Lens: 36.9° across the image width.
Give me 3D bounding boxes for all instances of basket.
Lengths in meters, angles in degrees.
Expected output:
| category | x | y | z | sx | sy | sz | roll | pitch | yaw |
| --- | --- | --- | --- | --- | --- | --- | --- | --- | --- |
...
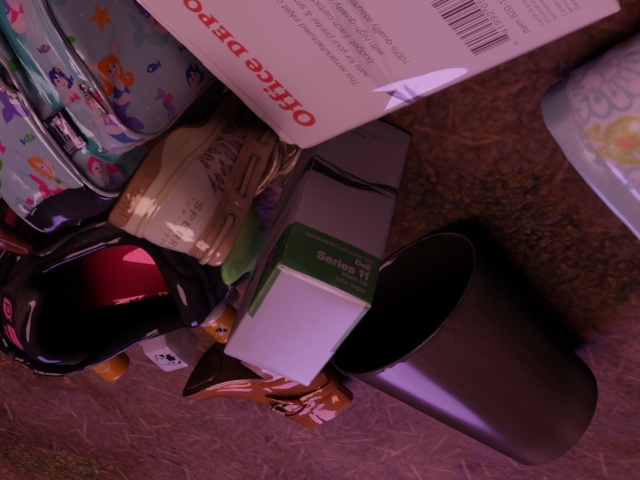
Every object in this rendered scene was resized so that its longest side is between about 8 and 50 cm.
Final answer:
| category | x | y | z | sx | sy | sz | roll | pitch | yaw |
| --- | --- | --- | --- | --- | --- | --- | --- | --- | --- |
| basket | 0.158 | 0.122 | 0.977 | 0.227 | 0.154 | 0.204 | 37 | 138 | -23 |

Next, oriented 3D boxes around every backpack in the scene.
| category | x | y | z | sx | sy | sz | roll | pitch | yaw |
| --- | --- | --- | --- | --- | --- | --- | --- | --- | --- |
| backpack | -0.205 | -0.164 | 0.755 | 0.191 | 0.225 | 0.253 | -28 | 109 | 39 |

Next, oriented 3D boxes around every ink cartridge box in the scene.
| category | x | y | z | sx | sy | sz | roll | pitch | yaw |
| --- | --- | --- | --- | --- | --- | --- | --- | --- | --- |
| ink cartridge box | 0.000 | 0.000 | 0.861 | 0.087 | 0.208 | 0.153 | 23 | 140 | -8 |
| ink cartridge box | 0.036 | -0.208 | 0.675 | 0.283 | 0.117 | 0.207 | -20 | 132 | 37 |

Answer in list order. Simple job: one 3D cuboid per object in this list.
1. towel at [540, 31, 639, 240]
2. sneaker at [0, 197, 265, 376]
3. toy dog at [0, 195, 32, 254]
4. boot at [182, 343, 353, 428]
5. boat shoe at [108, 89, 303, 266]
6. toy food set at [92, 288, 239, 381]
| category | x | y | z | sx | sy | sz | roll | pitch | yaw |
| --- | --- | --- | --- | --- | --- | --- | --- | --- | --- |
| towel | 0.405 | -0.058 | 0.729 | 0.374 | 0.090 | 0.320 | 40 | 132 | -22 |
| sneaker | -0.299 | 0.033 | 0.990 | 0.483 | 0.202 | 0.185 | -10 | 119 | 22 |
| toy dog | -0.363 | -0.091 | 0.894 | 0.220 | 0.333 | 0.161 | -23 | 155 | 24 |
| boot | -0.069 | 0.189 | 1.200 | 0.152 | 0.073 | 0.197 | 38 | 139 | -25 |
| boat shoe | -0.075 | -0.052 | 0.780 | 0.089 | 0.285 | 0.104 | 35 | 116 | 0 |
| toy food set | -0.193 | 0.076 | 1.092 | 0.232 | 0.111 | 0.104 | -19 | 126 | 39 |
